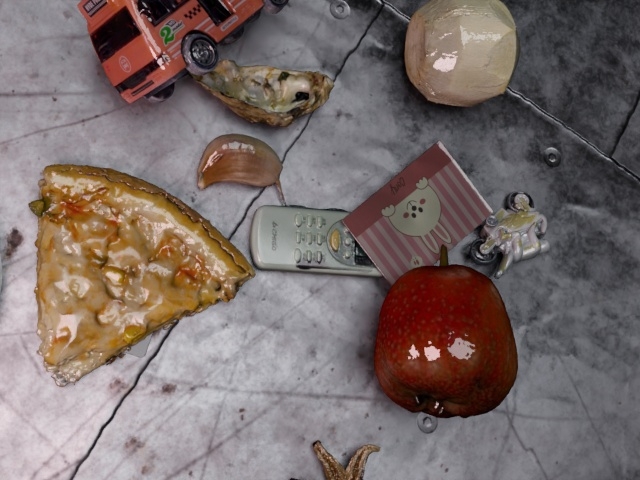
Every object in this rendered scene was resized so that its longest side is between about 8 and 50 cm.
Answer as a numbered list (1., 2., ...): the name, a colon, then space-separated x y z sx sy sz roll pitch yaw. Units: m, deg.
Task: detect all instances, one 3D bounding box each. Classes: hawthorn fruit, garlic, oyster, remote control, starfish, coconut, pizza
1. hawthorn fruit: 0.245 0.172 1.753 0.284 0.285 0.369 8 62 -16
2. garlic: -0.149 -0.149 1.793 0.198 0.090 0.129 12 90 -22
3. oyster: -0.127 -0.315 1.834 0.294 0.094 0.166 16 58 -2
4. remote control: 0.000 0.000 1.814 0.296 0.056 0.140 5 75 -18
5. starfish: 0.051 0.497 1.729 0.238 0.057 0.213 25 80 -7
6. coconut: 0.322 -0.413 1.907 0.247 0.245 0.245 -1 79 -12
7. pizza: -0.391 0.012 1.674 0.435 0.080 0.392 -28 87 -25

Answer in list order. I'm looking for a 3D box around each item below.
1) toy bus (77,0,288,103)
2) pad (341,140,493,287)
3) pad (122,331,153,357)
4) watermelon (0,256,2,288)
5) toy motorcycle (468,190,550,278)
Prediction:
1. toy bus: -0.248 -0.458 1.690 0.233 0.203 0.427 53 52 -17
2. pad: 0.211 -0.052 1.858 0.299 0.005 0.202 -39 93 -20
3. pad: -0.396 0.151 1.683 0.157 0.003 0.112 20 73 -13
4. watermelon: -0.695 0.069 1.545 0.175 0.188 0.322 -3 84 27
5. toy motorcycle: 0.432 -0.008 1.940 0.151 0.074 0.229 36 62 11
